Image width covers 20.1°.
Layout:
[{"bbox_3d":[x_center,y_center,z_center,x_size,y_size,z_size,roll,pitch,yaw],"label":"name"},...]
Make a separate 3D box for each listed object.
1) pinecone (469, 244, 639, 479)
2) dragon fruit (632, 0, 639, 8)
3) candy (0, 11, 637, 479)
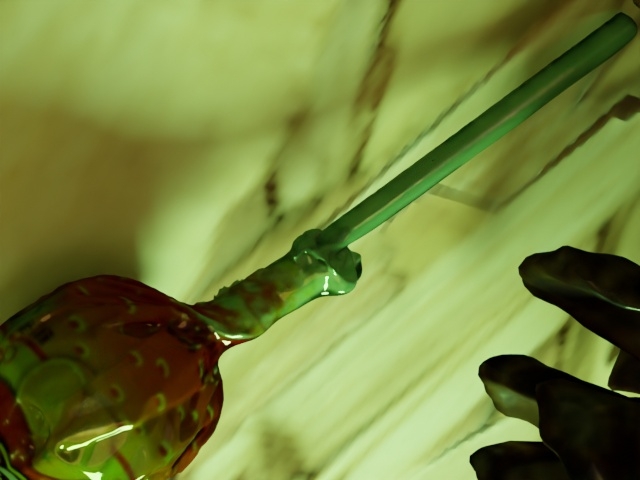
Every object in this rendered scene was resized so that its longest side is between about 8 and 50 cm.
[{"bbox_3d":[0.140,0.058,0.471,0.201,0.229,0.202,-6,120,23],"label":"pinecone"},{"bbox_3d":[0.103,-0.134,0.349,0.125,0.125,0.246,-42,122,-35],"label":"dragon fruit"},{"bbox_3d":[0.000,0.000,0.458,0.201,0.060,0.060,-34,136,-8],"label":"candy"}]
